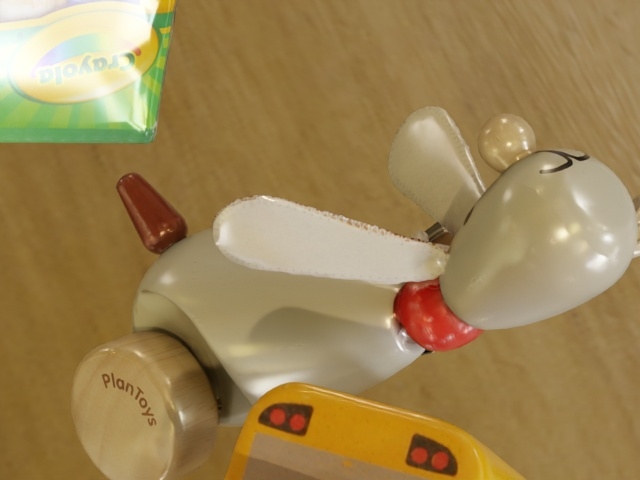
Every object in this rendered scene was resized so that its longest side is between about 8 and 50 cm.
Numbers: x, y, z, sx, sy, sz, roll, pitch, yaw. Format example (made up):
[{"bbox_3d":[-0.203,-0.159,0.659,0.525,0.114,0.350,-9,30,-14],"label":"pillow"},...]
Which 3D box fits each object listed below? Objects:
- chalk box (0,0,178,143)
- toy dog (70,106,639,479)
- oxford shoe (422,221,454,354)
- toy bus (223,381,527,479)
[{"bbox_3d":[-0.164,-0.144,0.736,0.180,0.179,0.289,43,127,52],"label":"chalk box"},{"bbox_3d":[0.000,0.000,0.949,0.333,0.220,0.161,-27,90,22],"label":"toy dog"},{"bbox_3d":[0.100,0.049,1.575,0.227,0.083,0.096,-34,54,-4],"label":"oxford shoe"},{"bbox_3d":[0.032,0.150,0.788,0.108,0.332,0.130,14,78,22],"label":"toy bus"}]
